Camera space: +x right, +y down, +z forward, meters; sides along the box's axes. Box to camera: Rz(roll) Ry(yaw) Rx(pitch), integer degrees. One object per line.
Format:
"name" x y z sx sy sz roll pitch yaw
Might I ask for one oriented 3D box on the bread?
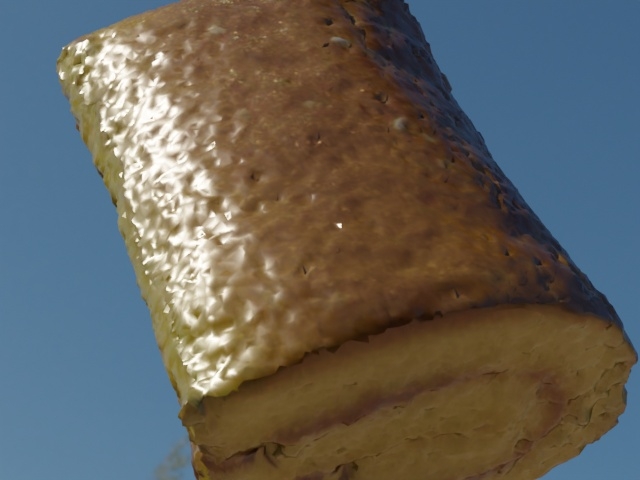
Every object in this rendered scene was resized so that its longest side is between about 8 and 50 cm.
"bread" 0.000 0.000 0.451 0.132 0.172 0.103 -14 -46 -15
